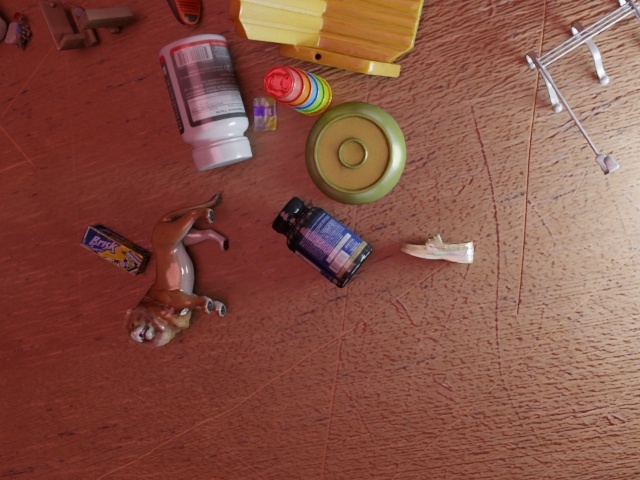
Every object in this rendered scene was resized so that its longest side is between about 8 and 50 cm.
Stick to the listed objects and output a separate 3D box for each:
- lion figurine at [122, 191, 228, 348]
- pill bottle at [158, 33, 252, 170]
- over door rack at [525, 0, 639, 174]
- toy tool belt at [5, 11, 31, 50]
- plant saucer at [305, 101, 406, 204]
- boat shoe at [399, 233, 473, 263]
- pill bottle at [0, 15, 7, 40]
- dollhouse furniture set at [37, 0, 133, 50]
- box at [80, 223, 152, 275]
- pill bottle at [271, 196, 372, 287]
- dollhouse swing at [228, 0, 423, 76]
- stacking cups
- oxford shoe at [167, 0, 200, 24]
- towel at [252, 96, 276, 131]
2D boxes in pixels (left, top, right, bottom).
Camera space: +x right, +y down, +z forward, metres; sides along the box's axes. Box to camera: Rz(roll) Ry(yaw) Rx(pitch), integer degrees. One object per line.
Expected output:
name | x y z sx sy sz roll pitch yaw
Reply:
lion figurine | -0.360 0.072 1.621 0.240 0.142 0.393 3 84 19
pill bottle | -0.260 -0.315 1.520 0.161 0.161 0.283 -14 94 13
over door rack | 0.608 -0.314 1.350 0.239 0.108 0.324 -32 69 13
toy tool belt | -0.760 -0.528 1.663 0.052 0.051 0.083 15 88 26
plant saucer | 0.077 -0.202 1.527 0.240 0.037 0.241 2 98 12
boat shoe | 0.267 0.014 1.505 0.169 0.063 0.059 7 96 1
pill bottle | -0.898 -0.590 1.641 0.121 0.121 0.216 -39 88 14
dollhouse furniture set | -0.560 -0.550 1.563 0.151 0.144 0.123 -20 93 50
box | -0.520 0.022 1.672 0.168 0.054 0.059 28 102 7
pill bottle | 0.000 0.000 1.525 0.219 0.123 0.123 38 103 5
dollhouse swing | 0.033 -0.531 1.329 0.315 0.305 0.347 16 108 14
stacking cups | -0.057 -0.321 1.397 0.095 0.316 0.096 2 98 14
oxford shoe | -0.363 -0.626 1.550 0.098 0.097 0.272 -19 88 33
towel | -0.133 -0.302 1.573 0.060 0.009 0.083 3 98 12
